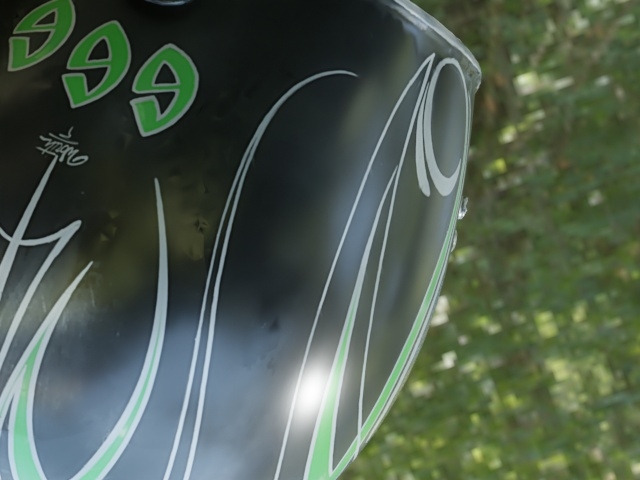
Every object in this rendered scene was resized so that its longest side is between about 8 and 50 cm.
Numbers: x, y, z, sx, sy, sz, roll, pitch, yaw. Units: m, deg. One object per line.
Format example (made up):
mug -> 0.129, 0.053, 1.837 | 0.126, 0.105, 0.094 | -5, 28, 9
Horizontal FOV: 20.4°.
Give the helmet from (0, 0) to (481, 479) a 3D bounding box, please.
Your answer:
helmet -> -0.047, 0.002, 0.453 | 0.162, 0.169, 0.169 | -64, -160, -3
